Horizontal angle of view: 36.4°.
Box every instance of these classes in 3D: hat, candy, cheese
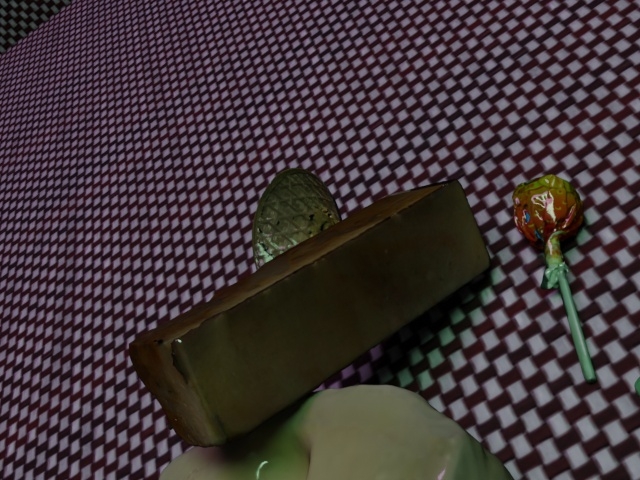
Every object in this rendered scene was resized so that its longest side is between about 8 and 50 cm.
[{"bbox_3d":[0.000,0.000,0.972,0.146,0.067,0.146,4,95,51],"label":"hat"},{"bbox_3d":[0.192,0.027,0.770,0.060,0.060,0.201,-24,44,23],"label":"candy"},{"bbox_3d":[-0.013,0.242,0.650,0.326,0.115,0.318,-37,33,5],"label":"cheese"}]

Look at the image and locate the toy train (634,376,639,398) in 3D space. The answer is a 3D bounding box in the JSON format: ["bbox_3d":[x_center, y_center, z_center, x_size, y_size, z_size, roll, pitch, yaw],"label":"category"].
[{"bbox_3d":[0.259,0.164,0.399,0.120,0.202,0.301,-31,34,6],"label":"toy train"}]

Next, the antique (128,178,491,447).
[{"bbox_3d":[-0.002,0.048,0.762,0.310,0.087,0.093,-30,11,-37],"label":"antique"}]
